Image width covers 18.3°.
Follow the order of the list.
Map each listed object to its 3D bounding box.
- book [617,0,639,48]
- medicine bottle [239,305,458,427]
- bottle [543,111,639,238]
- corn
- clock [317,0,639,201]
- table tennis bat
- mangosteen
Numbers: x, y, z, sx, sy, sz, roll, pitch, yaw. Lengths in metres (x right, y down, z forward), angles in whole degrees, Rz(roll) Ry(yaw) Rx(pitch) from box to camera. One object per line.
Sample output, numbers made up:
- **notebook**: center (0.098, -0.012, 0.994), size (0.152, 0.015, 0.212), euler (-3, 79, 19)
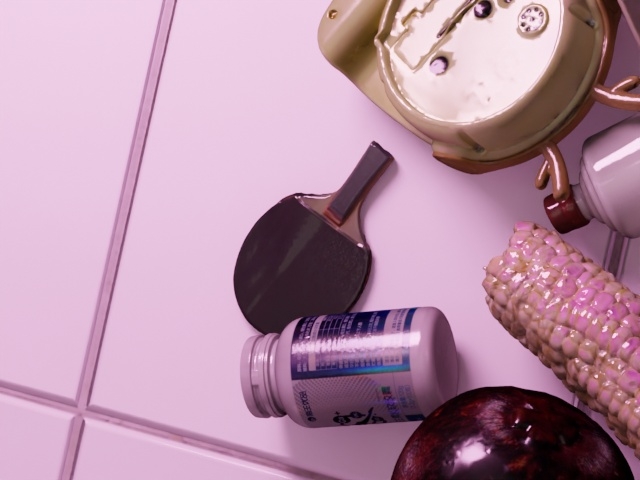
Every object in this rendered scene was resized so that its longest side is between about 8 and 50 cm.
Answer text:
- **book**: center (0.323, -0.299, 1.700), size (0.208, 0.295, 0.020), euler (-35, 37, -1)
- **medicine bottle**: center (0.027, 0.122, 1.873), size (0.192, 0.107, 0.107), euler (-6, 86, 19)
- **bottle**: center (0.315, -0.074, 1.785), size (0.245, 0.104, 0.104), euler (-27, 79, 16)
- **corn**: center (0.277, 0.110, 1.750), size (0.335, 0.127, 0.126), euler (44, 101, 20)
- **clock**: center (0.160, -0.177, 1.810), size (0.235, 0.096, 0.308), euler (-49, 58, 9)
- **table tennis bat**: center (0.000, 0.000, 1.934), size (0.130, 0.019, 0.220), euler (38, 101, 15)
- **mangosteen**: center (0.163, 0.260, 1.775), size (0.228, 0.228, 0.265), euler (29, 126, 18)
